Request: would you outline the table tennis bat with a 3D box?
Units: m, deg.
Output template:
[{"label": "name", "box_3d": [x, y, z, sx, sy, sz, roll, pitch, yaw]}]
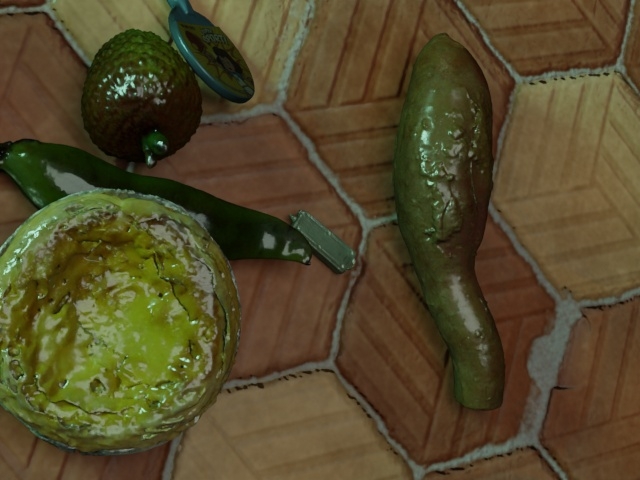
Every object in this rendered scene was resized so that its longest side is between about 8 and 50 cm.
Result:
[{"label": "table tennis bat", "box_3d": [-0.114, -0.195, 1.284, 0.155, 0.019, 0.100, 58, 25, 14]}]

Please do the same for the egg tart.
[{"label": "egg tart", "box_3d": [-0.183, 0.071, 1.170, 0.234, 0.094, 0.234, -1, 92, -14]}]

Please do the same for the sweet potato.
[{"label": "sweet potato", "box_3d": [0.129, -0.021, 1.346, 0.109, 0.109, 0.385, -2, 87, -25]}]

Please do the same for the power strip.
[{"label": "power strip", "box_3d": [0.000, 0.000, 1.325, 0.083, 0.017, 0.027, 41, 66, -14]}]

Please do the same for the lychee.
[{"label": "lychee", "box_3d": [-0.162, -0.127, 1.218, 0.114, 0.114, 0.146, -1, 56, -25]}]

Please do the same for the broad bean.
[{"label": "broad bean", "box_3d": [-0.166, -0.027, 1.228, 0.339, 0.061, 0.077, 19, 62, -21]}]
